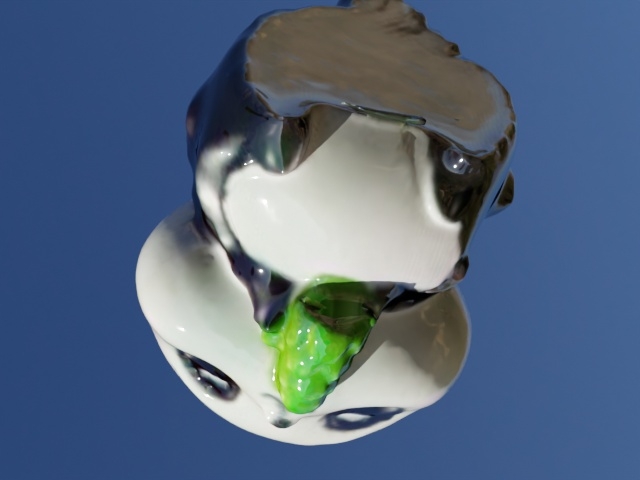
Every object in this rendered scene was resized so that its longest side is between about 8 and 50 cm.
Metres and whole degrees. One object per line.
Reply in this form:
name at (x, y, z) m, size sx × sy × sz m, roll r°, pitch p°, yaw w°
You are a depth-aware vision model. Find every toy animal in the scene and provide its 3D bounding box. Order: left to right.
toy animal at (0.000, 0.006, 0.940) m, size 0.212 × 0.212 × 0.267 m, roll -25°, pitch -42°, yaw -54°
